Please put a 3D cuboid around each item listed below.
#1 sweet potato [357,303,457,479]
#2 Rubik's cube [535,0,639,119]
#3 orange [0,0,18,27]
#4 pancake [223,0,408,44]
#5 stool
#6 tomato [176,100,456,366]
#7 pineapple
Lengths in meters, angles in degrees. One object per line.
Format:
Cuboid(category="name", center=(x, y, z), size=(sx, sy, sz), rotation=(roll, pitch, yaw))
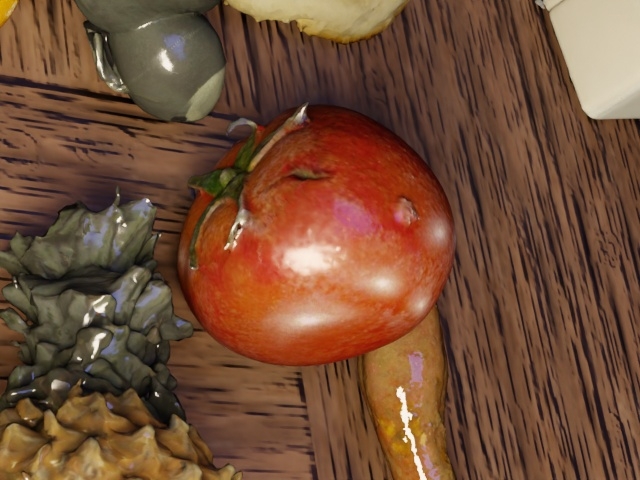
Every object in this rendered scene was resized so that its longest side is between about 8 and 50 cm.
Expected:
Cuboid(category="sweet potato", center=(0.055, 0.077, 1.036), size=(0.078, 0.058, 0.255), rotation=(21, 57, -52))
Cuboid(category="Rubik's cube", center=(0.348, -0.282, 1.288), size=(0.290, 0.291, 0.291), rotation=(-6, 69, -38))
Cuboid(category="orange", center=(-0.209, -0.151, 0.948), size=(0.083, 0.070, 0.083), rotation=(14, 61, -26))
Cuboid(category="pancake", center=(-0.032, -0.305, 1.169), size=(0.356, 0.065, 0.356), rotation=(16, 62, -32))
Cuboid(category="stool", center=(-0.085, -0.193, 0.989), size=(0.153, 0.139, 0.228), rotation=(-92, 171, -48))
Cuboid(category="tomato", center=(0.000, 0.000, 0.967), size=(0.167, 0.167, 0.167), rotation=(17, 57, -29))
Cuboid(category="pineapple", center=(-0.113, 0.127, 0.798), size=(0.202, 0.202, 0.362), rotation=(19, 45, -28))
